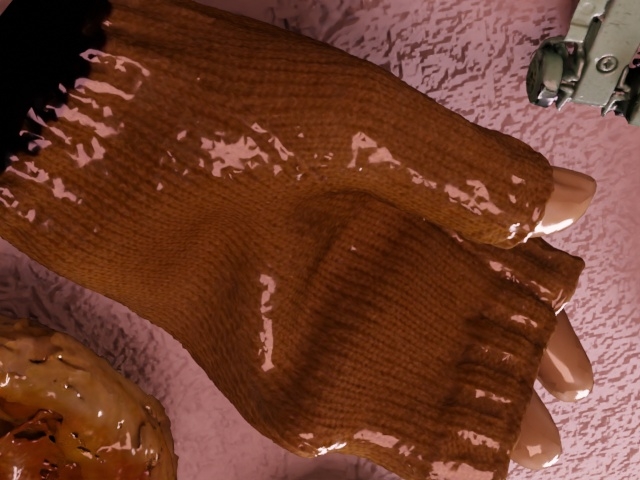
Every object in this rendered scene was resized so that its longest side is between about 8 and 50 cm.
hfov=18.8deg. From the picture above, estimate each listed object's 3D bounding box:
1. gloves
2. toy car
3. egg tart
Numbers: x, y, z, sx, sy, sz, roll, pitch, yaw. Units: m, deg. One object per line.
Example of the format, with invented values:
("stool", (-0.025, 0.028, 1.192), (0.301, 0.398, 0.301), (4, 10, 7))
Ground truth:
("gloves", (-0.007, -0.011, 0.955), (0.356, 0.155, 0.203), (32, 111, -14))
("toy car", (0.153, -0.121, 0.958), (0.073, 0.054, 0.143), (7, 132, -14))
("egg tart", (-0.220, 0.138, 1.061), (0.290, 0.115, 0.290), (-11, 127, -15))
